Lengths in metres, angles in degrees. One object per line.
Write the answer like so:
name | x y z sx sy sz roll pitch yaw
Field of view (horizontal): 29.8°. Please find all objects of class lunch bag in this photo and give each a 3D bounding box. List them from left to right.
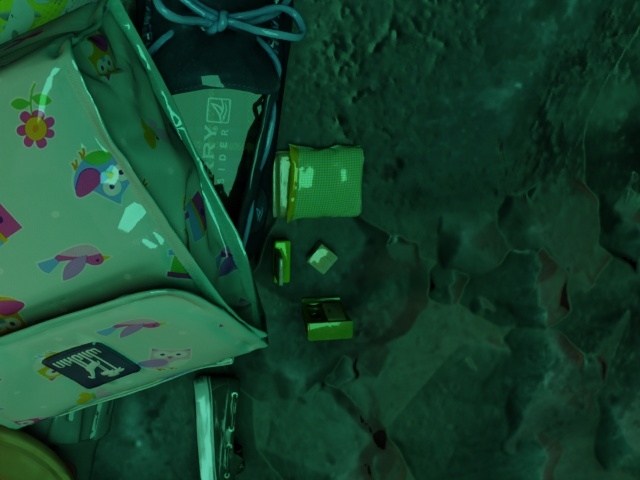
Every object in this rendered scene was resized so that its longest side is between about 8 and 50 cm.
lunch bag | -0.181 0.004 0.817 0.223 0.160 0.262 -21 114 13

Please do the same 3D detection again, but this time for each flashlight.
flashlight | -0.242 0.234 0.985 0.103 0.103 0.304 11 106 -12

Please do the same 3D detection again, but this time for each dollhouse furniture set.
dollhouse furniture set | 0.000 0.000 0.972 0.076 0.058 0.151 -2 107 -9

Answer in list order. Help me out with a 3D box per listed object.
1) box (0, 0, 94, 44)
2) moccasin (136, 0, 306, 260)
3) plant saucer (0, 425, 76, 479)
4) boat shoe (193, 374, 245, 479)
box | -0.235 -0.166 0.842 0.105 0.043 0.179 -53 149 8
moccasin | -0.068 -0.125 0.893 0.138 0.117 0.342 -6 108 -7
plant saucer | -0.274 0.229 0.896 0.200 0.037 0.200 -7 113 -16
boat shoe | -0.084 0.182 1.021 0.040 0.049 0.142 -5 105 -8
